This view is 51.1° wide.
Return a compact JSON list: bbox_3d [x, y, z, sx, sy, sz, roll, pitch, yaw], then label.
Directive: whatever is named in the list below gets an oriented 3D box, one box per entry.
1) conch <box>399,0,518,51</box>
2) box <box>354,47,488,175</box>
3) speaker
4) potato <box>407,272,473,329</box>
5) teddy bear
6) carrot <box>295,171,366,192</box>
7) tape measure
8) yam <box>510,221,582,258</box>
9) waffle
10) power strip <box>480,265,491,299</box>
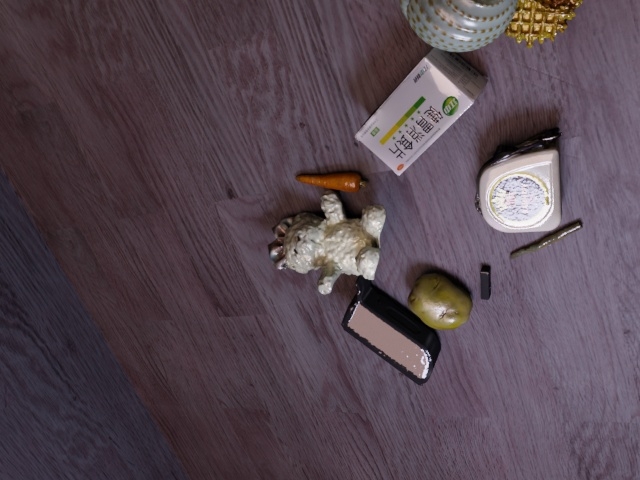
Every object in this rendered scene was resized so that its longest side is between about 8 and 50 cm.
[{"bbox_3d":[0.289,-0.577,1.547,0.319,0.215,0.303,-15,92,50],"label":"conch"},{"bbox_3d":[0.266,-0.353,1.793,0.173,0.145,0.333,41,131,-5],"label":"box"},{"bbox_3d":[0.248,0.277,2.219,0.388,0.180,0.184,36,126,2],"label":"speaker"},{"bbox_3d":[0.377,0.197,2.115,0.200,0.137,0.154,30,130,9],"label":"potato"},{"bbox_3d":[0.000,0.000,2.078,0.362,0.375,0.327,9,84,2],"label":"teddy bear"},{"bbox_3d":[0.024,-0.190,2.096,0.257,0.061,0.061,9,125,27],"label":"carrot"},{"bbox_3d":[0.527,-0.165,1.795,0.231,0.133,0.271,0,120,20],"label":"tape measure"},{"bbox_3d":[0.644,0.005,1.914,0.234,0.029,0.027,-32,76,41],"label":"yam"},{"bbox_3d":[0.502,-0.560,1.570,0.193,0.070,0.197,34,131,5],"label":"waffle"},{"bbox_3d":[0.510,0.132,2.063,0.029,0.038,0.111,6,125,24],"label":"power strip"}]
